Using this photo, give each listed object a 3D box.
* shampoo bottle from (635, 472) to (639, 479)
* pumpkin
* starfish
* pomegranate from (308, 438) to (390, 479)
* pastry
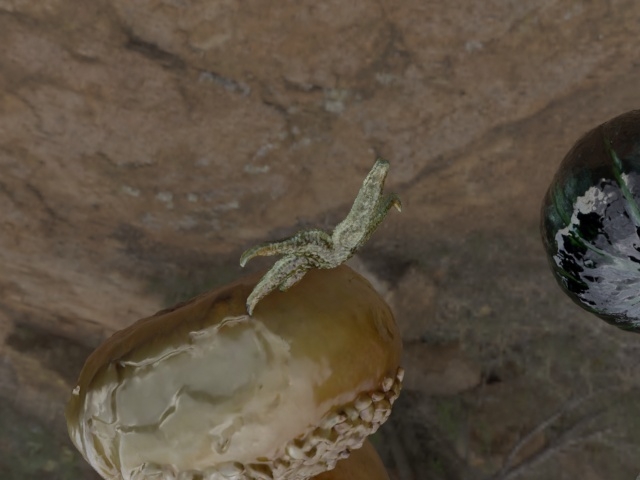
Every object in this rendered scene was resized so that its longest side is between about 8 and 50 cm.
[{"bbox_3d":[0.445,0.305,0.933,0.322,0.322,0.317,-4,128,22],"label":"shampoo bottle"},{"bbox_3d":[0.427,-0.010,1.264,0.315,0.239,0.315,6,134,6],"label":"pumpkin"},{"bbox_3d":[0.001,0.002,0.941,0.216,0.050,0.223,-11,148,-43],"label":"starfish"},{"bbox_3d":[-0.081,0.436,1.571,0.411,0.412,0.411,7,151,4],"label":"pomegranate"},{"bbox_3d":[-0.092,0.175,1.195,0.409,0.245,0.409,-22,180,0],"label":"pastry"}]
